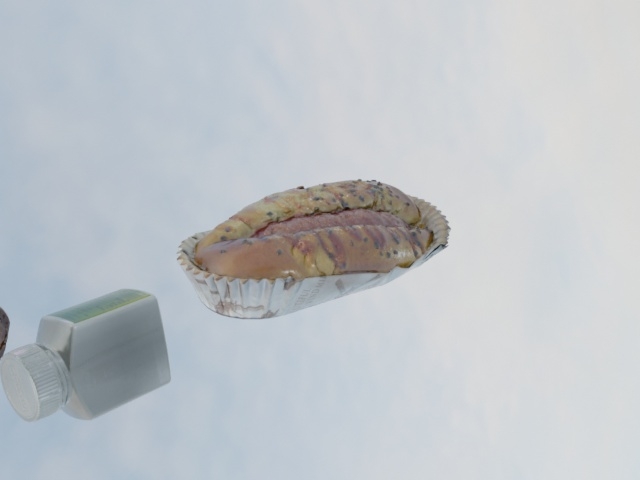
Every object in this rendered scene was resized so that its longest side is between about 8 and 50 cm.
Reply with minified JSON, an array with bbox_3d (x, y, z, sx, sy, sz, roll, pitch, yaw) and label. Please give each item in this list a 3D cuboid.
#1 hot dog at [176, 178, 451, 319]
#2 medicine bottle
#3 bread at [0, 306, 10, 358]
[{"bbox_3d":[0.000,0.000,0.494,0.192,0.099,0.053,-13,-63,-37],"label":"hot dog"},{"bbox_3d":[-0.289,0.148,0.998,0.188,0.088,0.132,-20,-70,-45],"label":"medicine bottle"},{"bbox_3d":[-0.421,0.090,0.773,0.247,0.135,0.232,47,-118,-39],"label":"bread"}]
